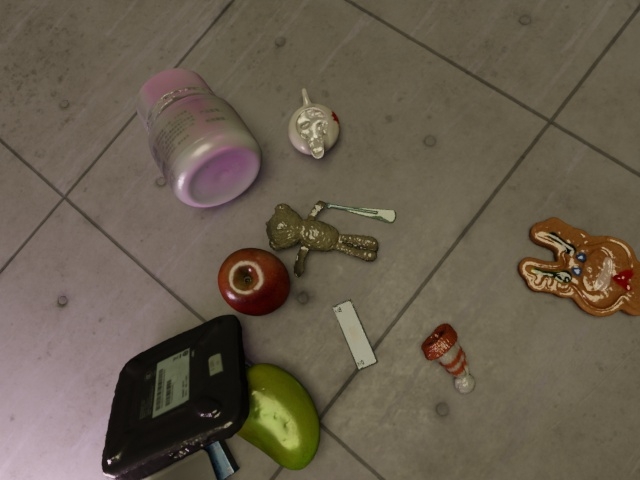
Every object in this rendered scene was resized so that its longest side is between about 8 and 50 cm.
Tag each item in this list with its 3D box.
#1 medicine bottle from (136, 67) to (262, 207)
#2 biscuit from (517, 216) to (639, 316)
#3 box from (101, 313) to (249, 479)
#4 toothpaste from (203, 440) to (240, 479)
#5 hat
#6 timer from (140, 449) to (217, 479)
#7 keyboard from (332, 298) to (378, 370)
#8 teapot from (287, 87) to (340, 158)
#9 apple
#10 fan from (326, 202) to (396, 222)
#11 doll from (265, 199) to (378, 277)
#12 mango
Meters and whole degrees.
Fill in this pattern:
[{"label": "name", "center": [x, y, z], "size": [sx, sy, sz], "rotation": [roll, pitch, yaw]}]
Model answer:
[{"label": "medicine bottle", "center": [-0.334, -0.277, 1.260], "size": [0.256, 0.256, 0.324], "rotation": [-37, 68, 0]}, {"label": "biscuit", "center": [0.663, 0.075, 1.143], "size": [0.334, 0.047, 0.201], "rotation": [24, 83, 12]}, {"label": "box", "center": [-0.336, 0.356, 1.115], "size": [0.351, 0.091, 0.359], "rotation": [-27, 35, 5]}, {"label": "toothpaste", "center": [-0.304, 0.481, 1.203], "size": [0.066, 0.053, 0.272], "rotation": [-32, 75, -3]}, {"label": "hat", "center": [0.323, 0.294, 1.133], "size": [0.094, 0.112, 0.162], "rotation": [-41, 85, 27]}, {"label": "timer", "center": [-0.359, 0.628, 1.080], "size": [0.195, 0.194, 0.192], "rotation": [-31, 74, 26]}, {"label": "keyboard", "center": [0.088, 0.242, 1.211], "size": [0.056, 0.014, 0.176], "rotation": [-24, 76, 2]}, {"label": "teapot", "center": [-0.021, -0.316, 1.304], "size": [0.145, 0.092, 0.226], "rotation": [-16, 75, 2]}, {"label": "apple", "center": [-0.168, 0.107, 1.201], "size": [0.181, 0.168, 0.180], "rotation": [0, 81, 3]}, {"label": "fan", "center": [0.108, -0.079, 1.274], "size": [0.193, 0.016, 0.038], "rotation": [10, 82, 10]}, {"label": "doll", "center": [0.001, -0.018, 1.247], "size": [0.286, 0.091, 0.202], "rotation": [-12, 88, 5]}, {"label": "mango", "center": [-0.111, 0.412, 1.136], "size": [0.273, 0.149, 0.185], "rotation": [28, 71, 15]}]
